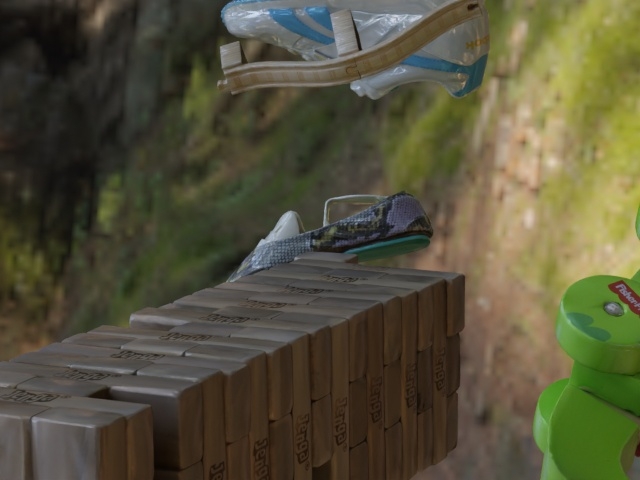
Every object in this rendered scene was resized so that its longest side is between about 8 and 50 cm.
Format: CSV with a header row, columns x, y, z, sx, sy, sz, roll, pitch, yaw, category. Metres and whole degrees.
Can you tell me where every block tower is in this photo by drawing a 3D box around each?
x,y,z,sx,sy,sz,roll,pitch,yaw,category
-0.041,0.077,0.779,0.335,0.097,0.091,-21,-67,-62,block tower

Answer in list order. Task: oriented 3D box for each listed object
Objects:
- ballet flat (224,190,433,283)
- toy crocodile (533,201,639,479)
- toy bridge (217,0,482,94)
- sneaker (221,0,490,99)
x,y,z,sx,sy,sz,roll,pitch,yaw,category
0.000,0.000,0.981,0.041,0.114,0.041,-17,-90,-88,ballet flat
0.221,0.057,1.199,0.340,0.105,0.115,-46,-28,-46,toy crocodile
0.019,-0.133,1.294,0.063,0.188,0.026,-100,-9,-53,toy bridge
0.024,-0.161,1.502,0.087,0.229,0.092,-37,-52,-54,sneaker
